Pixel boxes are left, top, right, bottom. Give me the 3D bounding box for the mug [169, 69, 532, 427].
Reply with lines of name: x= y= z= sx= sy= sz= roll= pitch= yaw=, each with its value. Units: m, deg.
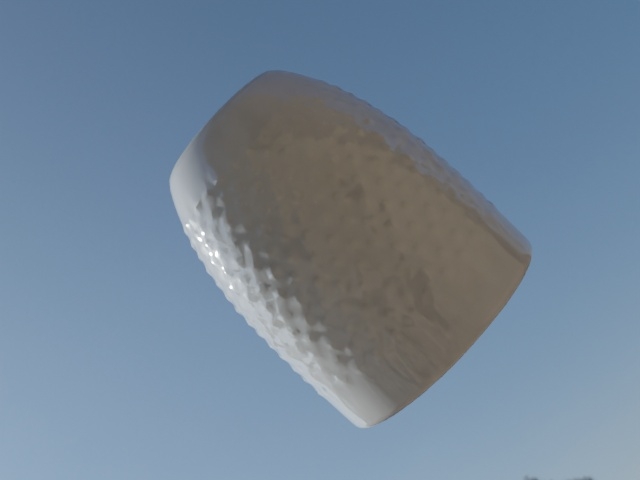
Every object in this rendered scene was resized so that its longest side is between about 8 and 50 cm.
mug: x=0.000 y=0.000 z=0.910 sx=0.276 sy=0.328 sz=0.374 roll=-47 pitch=2 yaw=-20
